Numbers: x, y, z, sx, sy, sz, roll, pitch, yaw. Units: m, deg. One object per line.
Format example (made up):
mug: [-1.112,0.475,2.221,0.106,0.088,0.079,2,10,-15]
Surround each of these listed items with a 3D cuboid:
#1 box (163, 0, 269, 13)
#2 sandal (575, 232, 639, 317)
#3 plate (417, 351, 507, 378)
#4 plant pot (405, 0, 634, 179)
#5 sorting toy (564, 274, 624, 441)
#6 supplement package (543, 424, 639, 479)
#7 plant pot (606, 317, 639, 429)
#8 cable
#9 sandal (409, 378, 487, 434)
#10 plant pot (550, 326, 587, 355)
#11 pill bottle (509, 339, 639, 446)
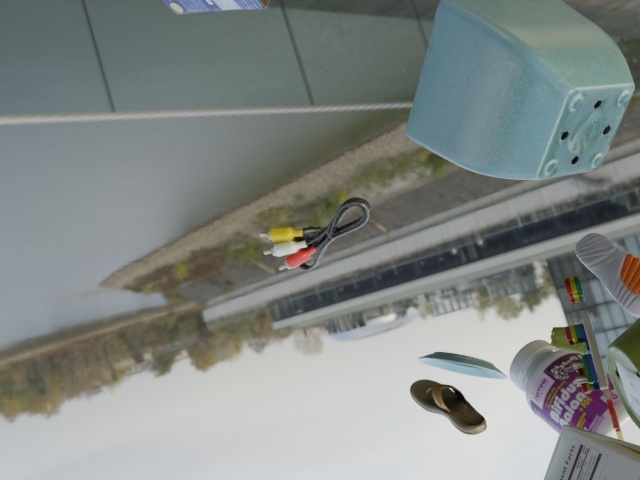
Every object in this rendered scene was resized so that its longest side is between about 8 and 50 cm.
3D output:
box: [-0.224,-0.488,1.395,0.225,0.036,0.136,6,163,29]
sandal: [0.661,0.075,1.593,0.102,0.265,0.076,-45,125,14]
plate: [0.296,0.257,1.527,0.188,0.024,0.188,12,167,3]
plant pot: [0.324,-0.223,1.140,0.247,0.252,0.248,-10,129,-29]
sorting toy: [0.451,0.204,1.235,0.046,0.274,0.132,-16,157,19]
supplement package: [0.389,0.352,0.789,0.199,0.198,0.263,22,177,-33]
plant pot: [0.555,0.154,0.985,0.293,0.274,0.275,-21,175,-1]
cable: [0.000,0.000,1.668,0.287,0.139,0.072,-18,-158,35]
sandal: [0.249,0.311,1.422,0.072,0.049,0.180,-24,-148,-28]
plant pot: [0.583,0.233,1.722,0.079,0.083,0.083,6,179,12]
pill bottle: [0.552,0.340,1.575,0.169,0.169,0.301,-15,-151,-24]
